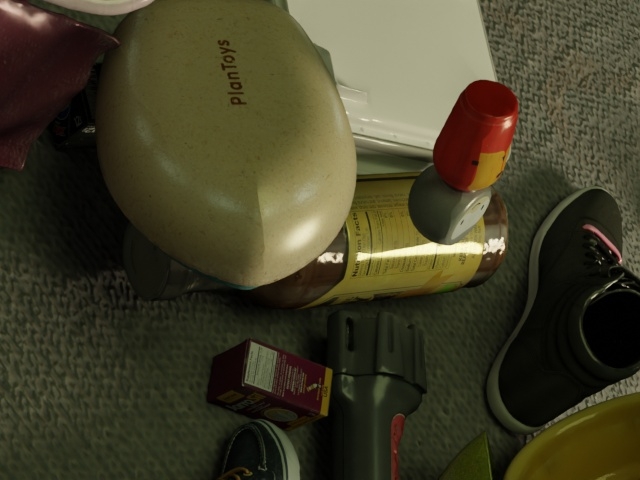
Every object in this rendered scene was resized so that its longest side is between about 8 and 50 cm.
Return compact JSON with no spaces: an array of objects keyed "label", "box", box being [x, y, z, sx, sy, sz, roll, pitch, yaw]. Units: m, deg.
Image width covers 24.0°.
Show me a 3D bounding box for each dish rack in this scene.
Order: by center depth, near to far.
[{"label":"dish rack","box":[0.056,-0.194,1.360,0.332,0.072,0.286,7,66,-45]}]

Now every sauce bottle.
[{"label":"sauce bottle","box":[0.000,0.000,1.248,0.344,0.111,0.111,-4,74,-36]}]

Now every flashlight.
[{"label":"flashlight","box":[0.052,0.213,1.210,0.103,0.103,0.304,2,61,-1]}]

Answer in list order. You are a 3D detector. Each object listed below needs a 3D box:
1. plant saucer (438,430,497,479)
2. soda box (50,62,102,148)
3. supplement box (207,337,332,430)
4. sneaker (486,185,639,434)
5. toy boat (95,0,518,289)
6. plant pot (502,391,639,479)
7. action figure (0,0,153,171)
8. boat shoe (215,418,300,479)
[{"label":"plant saucer","box":[0.130,0.266,1.223,0.045,0.188,0.188,-8,71,7]},{"label":"soda box","box":[-0.135,-0.109,1.221,0.169,0.060,0.053,-3,75,-39]},{"label":"supplement box","box":[-0.040,0.116,1.203,0.083,0.055,0.043,23,59,-27]},{"label":"sneaker","box":[0.264,0.045,1.406,0.104,0.147,0.296,40,51,-15]},{"label":"toy boat","box":[-0.010,-0.060,1.130,0.318,0.148,0.267,3,49,-14]},{"label":"plant pot","box":[0.304,0.285,1.279,0.254,0.254,0.239,-35,115,-41]},{"label":"action figure","box":[-0.297,-0.141,0.988,0.370,0.275,0.248,-4,79,-53]},{"label":"boat shoe","box":[-0.064,0.193,1.112,0.083,0.065,0.183,35,30,-31]}]
